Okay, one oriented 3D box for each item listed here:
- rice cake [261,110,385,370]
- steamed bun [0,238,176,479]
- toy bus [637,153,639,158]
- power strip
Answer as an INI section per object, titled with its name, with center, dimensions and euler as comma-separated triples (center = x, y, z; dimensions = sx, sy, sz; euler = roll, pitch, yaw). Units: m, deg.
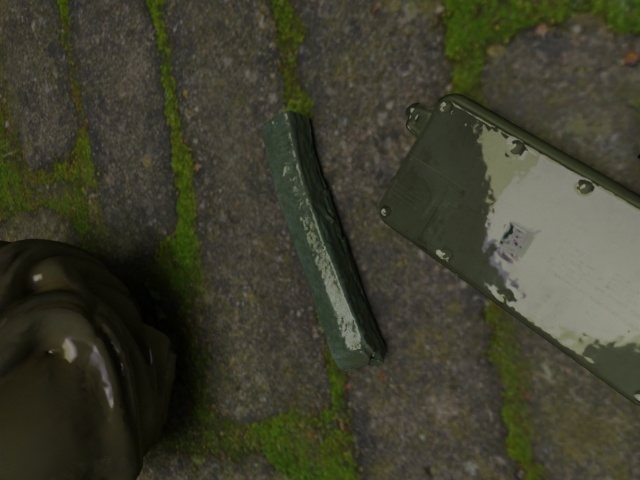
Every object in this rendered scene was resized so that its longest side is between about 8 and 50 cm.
[rice cake]
center = 0.000, 0.000, 0.483
dimensions = 0.045, 0.042, 0.245
euler = -23, 83, 34
[steamed bun]
center = -0.289, 0.162, 0.584
dimensions = 0.324, 0.219, 0.309
euler = -5, 77, 56
[toy bus]
center = 0.277, -0.080, 0.280
dimensions = 0.178, 0.087, 0.098
euler = -44, 74, 30
[power strip]
center = 0.161, -0.002, 0.380
dimensions = 0.270, 0.046, 0.118
euler = 38, 115, 22
